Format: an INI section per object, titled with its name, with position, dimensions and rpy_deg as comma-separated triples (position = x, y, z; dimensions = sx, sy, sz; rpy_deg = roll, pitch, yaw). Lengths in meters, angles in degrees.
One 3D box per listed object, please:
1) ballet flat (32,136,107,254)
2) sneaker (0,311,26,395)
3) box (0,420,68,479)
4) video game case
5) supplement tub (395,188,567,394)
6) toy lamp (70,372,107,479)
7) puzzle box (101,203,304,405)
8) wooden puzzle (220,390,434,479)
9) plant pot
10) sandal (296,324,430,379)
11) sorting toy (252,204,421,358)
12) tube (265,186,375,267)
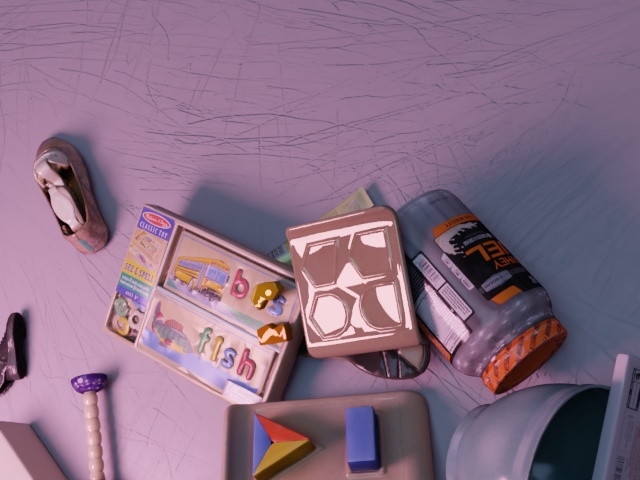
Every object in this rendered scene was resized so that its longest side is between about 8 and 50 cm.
[ballet flat]
position = -0.538, -0.112, 1.855
dimensions = 0.107, 0.106, 0.316
rpy_deg = -38, 65, 7
[sneaker]
position = -0.658, 0.237, 1.830
dimensions = 0.089, 0.051, 0.170
rpy_deg = -12, 74, 13
[box]
position = -0.552, 0.474, 1.688
dimensions = 0.094, 0.113, 0.275
rpy_deg = -48, 63, 4
[video game case]
position = 0.486, 0.299, 1.295
dimensions = 0.026, 0.206, 0.227
rpy_deg = -3, 69, 59
[supplement tub]
position = 0.238, 0.084, 1.446
dimensions = 0.193, 0.193, 0.316
rpy_deg = -42, 65, 5
[toy lamp]
position = -0.430, 0.395, 1.683
dimensions = 0.080, 0.080, 0.274
rpy_deg = -18, 67, 16
[puzzle box]
position = -0.212, 0.123, 1.648
dimensions = 0.409, 0.052, 0.272
rpy_deg = 23, 97, 28
[wooden puzzle]
position = 0.010, 0.393, 1.419
dimensions = 0.348, 0.080, 0.322
rpy_deg = -4, 56, 4
[plant pot]
position = 0.313, 0.345, 1.316
dimensions = 0.196, 0.293, 0.293
rpy_deg = 2, 74, 50
[sandal]
position = 0.066, 0.167, 1.556
dimensions = 0.303, 0.086, 0.120
rpy_deg = 8, 83, 38
[sorting toy]
position = 0.014, 0.079, 1.468
dimensions = 0.307, 0.041, 0.229
rpy_deg = -12, 90, 33
[tube]
position = 0.000, 0.000, 1.643
dimensions = 0.240, 0.062, 0.070
rpy_deg = -33, 107, 6
